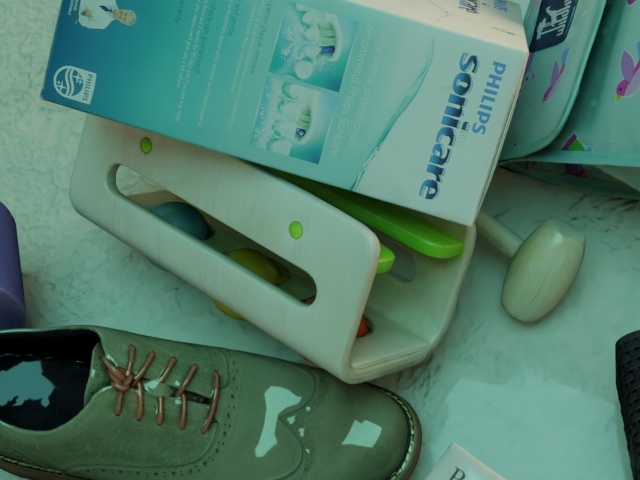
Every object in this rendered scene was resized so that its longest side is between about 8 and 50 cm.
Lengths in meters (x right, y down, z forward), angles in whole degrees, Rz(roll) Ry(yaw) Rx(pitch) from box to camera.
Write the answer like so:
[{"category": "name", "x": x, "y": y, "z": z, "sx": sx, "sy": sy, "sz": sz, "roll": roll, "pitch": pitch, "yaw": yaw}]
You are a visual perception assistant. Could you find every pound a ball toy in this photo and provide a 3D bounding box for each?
[{"category": "pound a ball toy", "x": 0.000, "y": 0.000, "z": 1.020, "sx": 0.319, "sy": 0.208, "sz": 0.135, "roll": 30, "pitch": 114, "yaw": 32}]

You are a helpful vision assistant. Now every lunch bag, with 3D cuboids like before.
[{"category": "lunch bag", "x": 0.248, "y": -0.138, "z": 0.991, "sx": 0.262, "sy": 0.160, "sz": 0.223, "roll": 12, "pitch": 85, "yaw": 38}]

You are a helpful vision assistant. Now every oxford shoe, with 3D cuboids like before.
[{"category": "oxford shoe", "x": -0.107, "y": 0.124, "z": 0.976, "sx": 0.348, "sy": 0.130, "sz": 0.123, "roll": 1, "pitch": 66, "yaw": 13}]

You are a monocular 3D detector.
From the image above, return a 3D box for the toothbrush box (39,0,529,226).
[{"category": "toothbrush box", "x": -0.014, "y": -0.134, "z": 0.978, "sx": 0.296, "sy": 0.216, "sz": 0.126, "roll": 15, "pitch": 108, "yaw": 1}]

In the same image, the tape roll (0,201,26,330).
[{"category": "tape roll", "x": -0.314, "y": 0.033, "z": 1.031, "sx": 0.189, "sy": 0.189, "sz": 0.080, "roll": -15, "pitch": 64, "yaw": 5}]

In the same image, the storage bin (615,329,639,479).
[{"category": "storage bin", "x": 0.287, "y": 0.104, "z": 0.906, "sx": 0.180, "sy": 0.122, "sz": 0.084, "roll": -8, "pitch": 64, "yaw": 8}]

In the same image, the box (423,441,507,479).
[{"category": "box", "x": 0.126, "y": 0.237, "z": 0.846, "sx": 0.181, "sy": 0.182, "sz": 0.119, "roll": 32, "pitch": 76, "yaw": 24}]

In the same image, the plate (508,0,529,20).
[{"category": "plate", "x": 0.094, "y": -0.259, "z": 1.162, "sx": 0.277, "sy": 0.045, "sz": 0.278, "roll": 30, "pitch": 74, "yaw": 23}]
